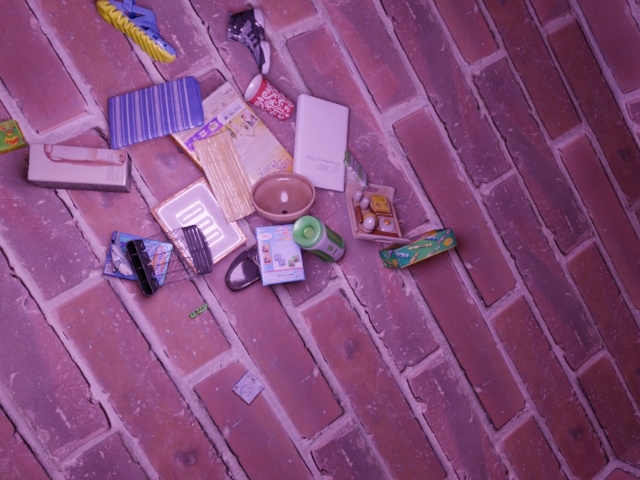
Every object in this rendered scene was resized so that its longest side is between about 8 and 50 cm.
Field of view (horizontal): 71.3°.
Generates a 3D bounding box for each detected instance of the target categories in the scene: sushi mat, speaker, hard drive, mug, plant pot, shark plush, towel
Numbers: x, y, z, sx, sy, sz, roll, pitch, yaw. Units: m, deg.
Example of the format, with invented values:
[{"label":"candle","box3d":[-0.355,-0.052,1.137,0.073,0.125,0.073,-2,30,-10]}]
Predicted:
[{"label":"sushi mat","box3d":[-0.340,-0.233,1.634,0.151,0.019,0.317,-28,101,-33]},{"label":"speaker","box3d":[0.000,0.000,1.691,0.131,0.296,0.131,-5,74,20]},{"label":"hard drive","box3d":[0.003,-0.387,1.808,0.232,0.047,0.354,6,86,-33]},{"label":"mug","box3d":[-0.192,-0.565,1.745,0.169,0.113,0.151,27,56,-34]},{"label":"plant pot","box3d":[-0.137,-0.140,1.665,0.236,0.110,0.238,1,50,-1]},{"label":"shark plush","box3d":[-0.709,0.049,1.585,0.067,0.073,0.162,-7,68,-34]},{"label":"towel","box3d":[-0.587,-0.458,1.597,0.335,0.040,0.244,-15,64,-1]},{"label":"towel","box3d":[0.144,-0.293,1.837,0.023,0.113,0.152,-31,117,26]}]

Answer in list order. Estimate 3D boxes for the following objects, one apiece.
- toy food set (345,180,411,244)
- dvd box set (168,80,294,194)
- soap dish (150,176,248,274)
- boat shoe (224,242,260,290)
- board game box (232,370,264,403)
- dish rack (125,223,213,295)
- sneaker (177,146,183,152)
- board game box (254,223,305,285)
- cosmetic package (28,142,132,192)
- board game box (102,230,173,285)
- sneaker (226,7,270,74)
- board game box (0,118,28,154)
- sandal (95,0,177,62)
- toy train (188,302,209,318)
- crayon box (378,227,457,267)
[{"label":"toy food set","box3d":[0.231,-0.116,1.802,0.219,0.093,0.306,6,49,-16]},{"label":"dvd box set","box3d":[-0.323,-0.344,1.700,0.308,0.062,0.420,-47,107,-17]},{"label":"soap dish","box3d":[-0.447,-0.054,1.662,0.228,0.118,0.291,-36,97,-14]},{"label":"boat shoe","box3d":[-0.218,0.059,1.714,0.355,0.130,0.132,-41,98,-13]},{"label":"board game box","box3d":[-0.280,0.570,1.733,0.090,0.020,0.090,45,77,-9]},{"label":"dish rack","box3d":[-0.518,0.062,1.560,0.271,0.074,0.209,-15,102,10]},{"label":"sneaker","box3d":[-0.511,-0.437,1.685,0.082,0.069,0.210,-2,88,-15]},{"label":"board game box","box3d":[-0.151,0.051,1.649,0.159,0.039,0.212,-6,84,-19]},{"label":"cosmetic package","box3d":[-0.822,-0.247,1.551,0.295,0.153,0.130,1,86,-17]},{"label":"board game box","box3d":[-0.663,0.067,1.633,0.210,0.047,0.160,14,84,-14]},{"label":"sneaker","box3d":[-0.287,-0.775,1.749,0.152,0.101,0.269,-9,84,-15]},{"label":"board game box","box3d":[-1.120,-0.340,1.526,0.181,0.043,0.092,-24,95,-15]},{"label":"sandal","box3d":[-0.652,-0.792,1.638,0.317,0.126,0.138,40,74,-12]},{"label":"toy train","box3d":[-0.461,0.268,1.698,0.083,0.017,0.024,-32,106,-14]},{"label":"crayon box","box3d":[0.406,0.032,1.871,0.278,0.165,0.081,-20,93,-16]}]
